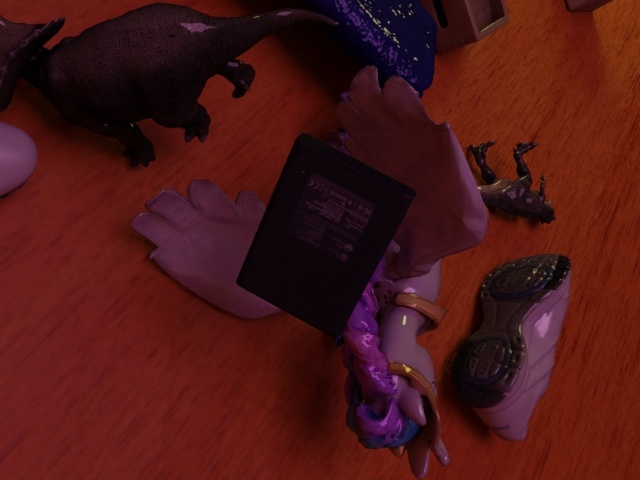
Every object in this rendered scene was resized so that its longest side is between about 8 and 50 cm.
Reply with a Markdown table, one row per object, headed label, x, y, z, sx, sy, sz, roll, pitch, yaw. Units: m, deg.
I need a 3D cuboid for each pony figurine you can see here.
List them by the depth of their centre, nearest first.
| label | x | y | z | sx | sy | sz | roll | pitch | yaw |
| --- | --- | --- | --- | --- | --- | --- | --- | --- | --- |
| pony figurine | 0.052 | -0.004 | 0.647 | 0.351 | 0.302 | 0.364 | 52 | 35 | -26 |

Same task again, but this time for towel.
| label | x | y | z | sx | sy | sz | roll | pitch | yaw |
| --- | --- | --- | --- | --- | --- | --- | --- | --- | --- |
| towel | 0.016 | -0.310 | 0.787 | 0.308 | 0.076 | 0.228 | 40 | 38 | -21 |

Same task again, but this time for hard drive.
| label | x | y | z | sx | sy | sz | roll | pitch | yaw |
| --- | --- | --- | --- | --- | --- | --- | --- | --- | --- |
| hard drive | 0.000 | 0.000 | 0.495 | 0.094 | 0.135 | 0.022 | 28 | 27 | 4 |

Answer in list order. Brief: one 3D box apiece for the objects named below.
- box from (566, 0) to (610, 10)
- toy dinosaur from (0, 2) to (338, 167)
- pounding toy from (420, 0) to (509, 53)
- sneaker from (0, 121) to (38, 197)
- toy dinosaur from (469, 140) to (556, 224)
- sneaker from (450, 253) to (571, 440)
| label | x | y | z | sx | sy | sz | roll | pitch | yaw |
| --- | --- | --- | --- | --- | --- | --- | --- | --- | --- |
| box | 0.562 | -0.574 | 1.279 | 0.119 | 0.181 | 0.181 | -18 | 89 | -44 |
| toy dinosaur | -0.145 | -0.136 | 0.536 | 0.160 | 0.313 | 0.121 | 26 | 65 | -75 |
| pounding toy | 0.202 | -0.372 | 0.986 | 0.130 | 0.100 | 0.141 | -38 | 112 | -40 |
| sneaker | -0.316 | -0.072 | 0.454 | 0.237 | 0.086 | 0.085 | 5 | 72 | -40 |
| toy dinosaur | 0.274 | -0.087 | 0.969 | 0.268 | 0.064 | 0.118 | 3 | 81 | -36 |
| sneaker | 0.268 | 0.132 | 0.882 | 0.297 | 0.111 | 0.129 | -51 | 125 | -34 |
